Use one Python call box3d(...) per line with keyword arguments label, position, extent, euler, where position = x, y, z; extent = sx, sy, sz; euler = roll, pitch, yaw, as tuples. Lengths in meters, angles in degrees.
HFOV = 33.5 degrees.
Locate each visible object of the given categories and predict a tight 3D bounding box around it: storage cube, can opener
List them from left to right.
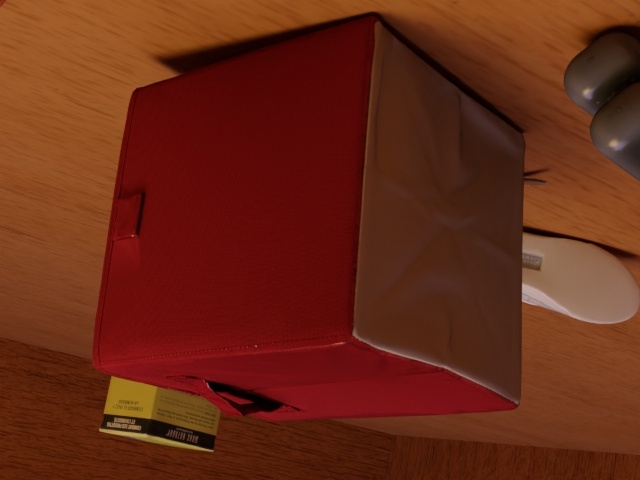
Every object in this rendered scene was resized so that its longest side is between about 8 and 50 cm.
box3d(label="storage cube", position=(0.000, 0.000, 0.661), extent=(0.193, 0.215, 0.183), euler=(-9, 156, 37))
box3d(label="can opener", position=(0.245, -0.046, 0.612), extent=(0.280, 0.074, 0.093), euler=(20, 129, -38))

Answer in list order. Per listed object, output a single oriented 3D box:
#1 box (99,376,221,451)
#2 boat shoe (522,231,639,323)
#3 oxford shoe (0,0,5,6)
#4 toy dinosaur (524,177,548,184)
box3d(label="box", position=(-0.110, 0.050, 0.871), extent=(0.058, 0.232, 0.087), euler=(0, 163, 36))
box3d(label="boat shoe", position=(0.185, 0.029, 0.928), extent=(0.184, 0.066, 0.063), euler=(11, 176, -6))
box3d(label="oxford shoe", position=(-0.256, -0.163, 0.436), extent=(0.271, 0.097, 0.098), euler=(16, 159, -22))
box3d(label="toy dinosaur", position=(0.104, -0.002, 0.853), extent=(0.112, 0.064, 0.211), euler=(20, 134, 9))
